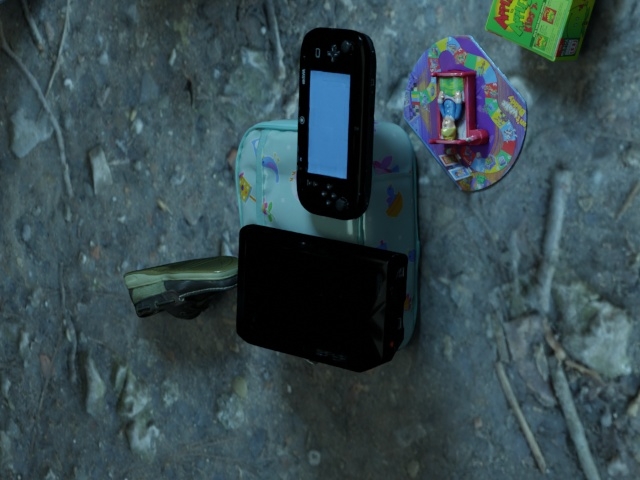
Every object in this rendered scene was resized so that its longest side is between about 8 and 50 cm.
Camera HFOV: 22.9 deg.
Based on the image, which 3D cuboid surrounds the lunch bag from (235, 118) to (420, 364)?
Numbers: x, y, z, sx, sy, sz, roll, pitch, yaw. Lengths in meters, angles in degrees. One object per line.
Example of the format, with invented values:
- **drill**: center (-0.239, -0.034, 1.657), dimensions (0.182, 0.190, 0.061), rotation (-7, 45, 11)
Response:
- **lunch bag**: center (0.000, 0.000, 1.807), dimensions (0.224, 0.108, 0.279), rotation (7, 101, 42)

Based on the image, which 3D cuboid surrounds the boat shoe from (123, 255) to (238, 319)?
- **boat shoe**: center (-0.169, 0.064, 2.007), dimensions (0.223, 0.080, 0.073), rotation (-6, 99, 49)

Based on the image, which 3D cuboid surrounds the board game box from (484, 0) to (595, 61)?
- **board game box**: center (0.233, -0.278, 1.561), dimensions (0.092, 0.043, 0.181), rotation (32, 117, 36)

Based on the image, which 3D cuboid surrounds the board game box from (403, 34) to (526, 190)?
- **board game box**: center (0.145, -0.137, 1.697), dimensions (0.169, 0.033, 0.133), rotation (54, 129, 23)

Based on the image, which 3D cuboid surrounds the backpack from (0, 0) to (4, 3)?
- **backpack**: center (-0.520, -0.424, 2.135), dimensions (0.263, 0.276, 0.213), rotation (30, 133, 29)

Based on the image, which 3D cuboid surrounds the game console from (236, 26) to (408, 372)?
- **game console**: center (0.000, -0.047, 1.694), dimensions (0.213, 0.044, 0.361), rotation (10, 103, 38)
